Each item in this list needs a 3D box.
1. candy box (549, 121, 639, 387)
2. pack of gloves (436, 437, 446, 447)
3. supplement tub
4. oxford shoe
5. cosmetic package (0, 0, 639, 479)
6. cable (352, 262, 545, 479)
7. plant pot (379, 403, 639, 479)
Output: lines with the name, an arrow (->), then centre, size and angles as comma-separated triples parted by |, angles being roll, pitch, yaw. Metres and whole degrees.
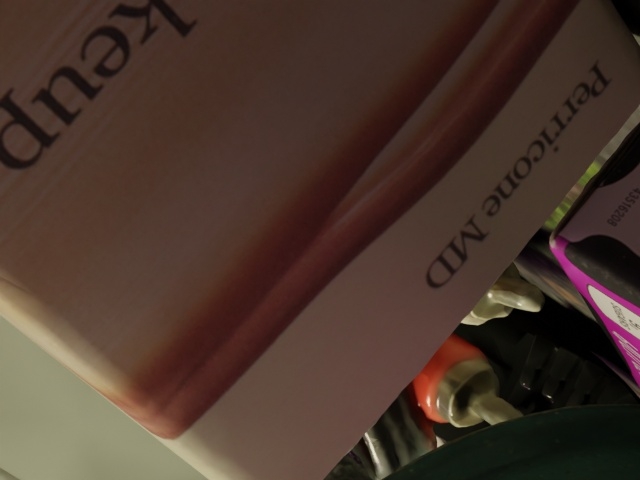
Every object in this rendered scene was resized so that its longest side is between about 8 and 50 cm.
candy box -> 0.172, 0.064, 0.399 | 0.233, 0.071, 0.159 | 34, 170, 35
pack of gloves -> 0.092, 0.118, 1.350 | 0.195, 0.046, 0.232 | 48, 176, 32
supplement tub -> -0.129, 0.040, 1.103 | 0.241, 0.241, 0.331 | 40, 173, -9
oxford shoe -> 0.057, 0.049, 0.869 | 0.227, 0.083, 0.096 | 41, -173, 26
cosmetic package -> -0.072, -0.085, 0.398 | 0.129, 0.153, 0.296 | 34, 172, 45
cable -> 0.000, 0.000, 0.828 | 0.287, 0.072, 0.139 | -139, 36, -57
plant pot -> 0.149, 0.255, 0.570 | 0.341, 0.341, 0.334 | 42, 174, -23
